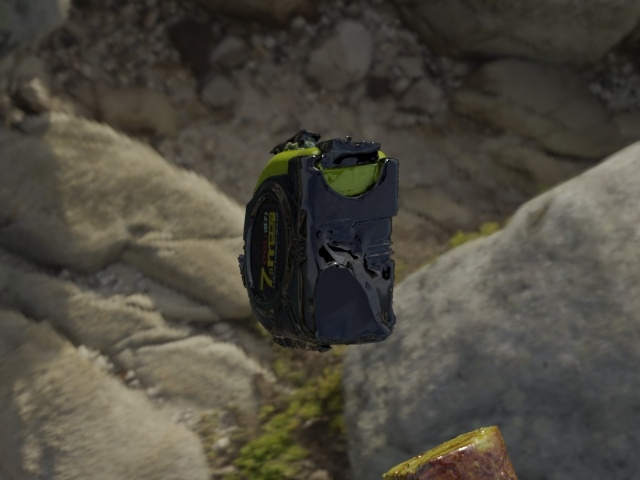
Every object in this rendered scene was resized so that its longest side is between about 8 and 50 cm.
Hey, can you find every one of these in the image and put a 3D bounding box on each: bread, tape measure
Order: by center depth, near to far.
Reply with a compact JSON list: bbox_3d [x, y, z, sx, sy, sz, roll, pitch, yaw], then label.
[{"bbox_3d":[0.000,0.000,1.285,0.112,0.186,0.199,3,90,-24],"label":"tape measure"},{"bbox_3d":[0.163,0.299,1.521,0.132,0.103,0.172,-21,87,-25],"label":"bread"}]
